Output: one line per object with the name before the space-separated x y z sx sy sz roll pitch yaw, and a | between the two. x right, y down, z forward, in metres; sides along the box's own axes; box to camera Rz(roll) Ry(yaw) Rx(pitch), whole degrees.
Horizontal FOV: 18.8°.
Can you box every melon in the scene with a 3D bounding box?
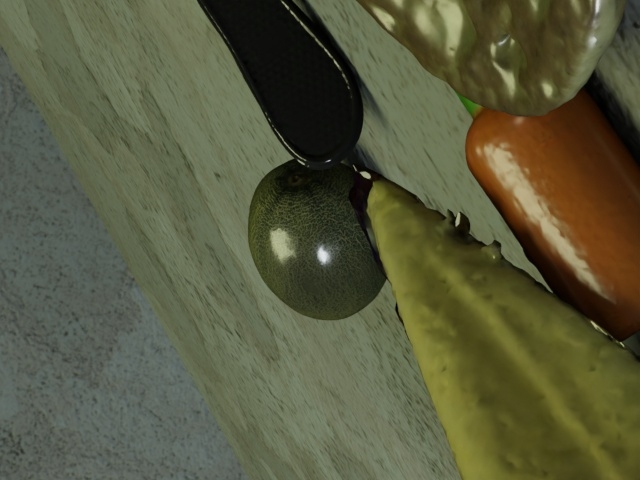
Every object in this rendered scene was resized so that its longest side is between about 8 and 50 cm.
melon | 0.000 0.000 1.318 0.098 0.098 0.130 48 162 39

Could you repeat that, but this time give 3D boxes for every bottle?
bottle | 0.102 -0.042 0.884 0.187 0.069 0.069 58 168 9

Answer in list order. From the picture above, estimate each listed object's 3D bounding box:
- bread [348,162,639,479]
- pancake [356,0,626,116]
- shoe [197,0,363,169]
bread | 0.201 0.176 0.914 0.345 0.242 0.404 69 -175 -55
pancake | 0.049 -0.164 0.803 0.236 0.042 0.222 43 150 36
shoe | -0.024 -0.116 1.229 0.159 0.062 0.053 56 -179 8
